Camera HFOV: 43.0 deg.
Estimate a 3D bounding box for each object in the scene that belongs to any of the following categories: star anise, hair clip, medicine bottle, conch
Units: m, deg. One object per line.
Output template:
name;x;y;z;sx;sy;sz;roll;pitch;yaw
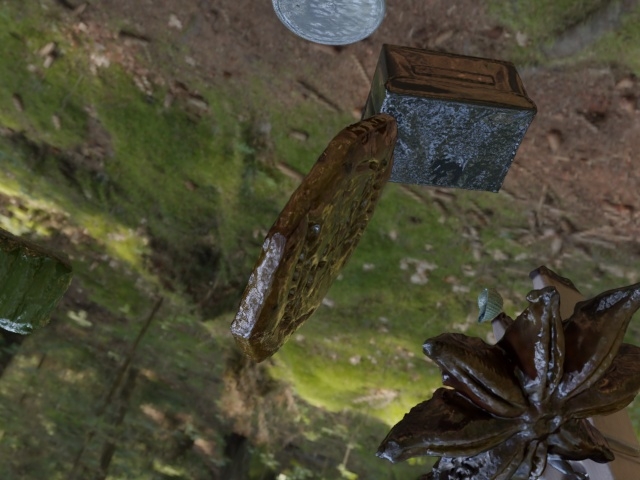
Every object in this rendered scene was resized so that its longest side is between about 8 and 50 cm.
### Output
star anise;0.157;0.114;0.649;0.272;0.102;0.272;-11;126;-16
hair clip;0.247;0.178;0.806;0.085;0.331;0.101;30;124;-25
medicine bottle;0.032;-0.533;1.464;0.245;0.306;0.245;6;151;4
conch;0.384;0.145;1.827;0.056;0.085;0.076;4;162;1

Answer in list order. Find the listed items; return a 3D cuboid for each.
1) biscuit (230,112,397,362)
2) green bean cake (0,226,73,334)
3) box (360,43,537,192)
biscuit;0.000;0.001;1.030;0.046;0.359;0.359;30;155;14
green bean cake;-0.476;0.038;1.168;0.222;0.125;0.248;28;172;-21
box;0.275;-0.278;1.884;0.345;0.204;0.251;6;132;-10
